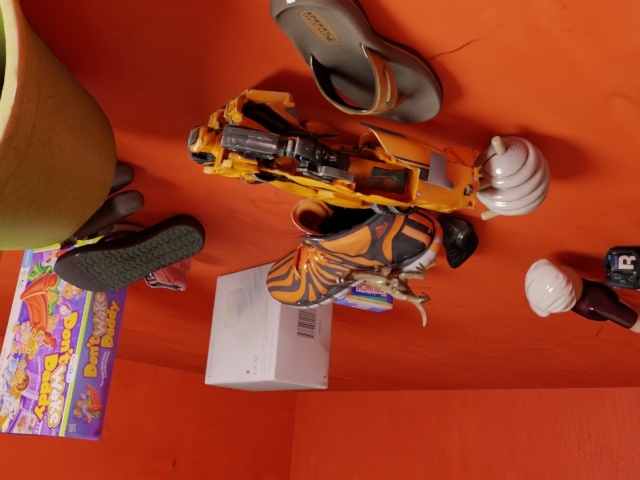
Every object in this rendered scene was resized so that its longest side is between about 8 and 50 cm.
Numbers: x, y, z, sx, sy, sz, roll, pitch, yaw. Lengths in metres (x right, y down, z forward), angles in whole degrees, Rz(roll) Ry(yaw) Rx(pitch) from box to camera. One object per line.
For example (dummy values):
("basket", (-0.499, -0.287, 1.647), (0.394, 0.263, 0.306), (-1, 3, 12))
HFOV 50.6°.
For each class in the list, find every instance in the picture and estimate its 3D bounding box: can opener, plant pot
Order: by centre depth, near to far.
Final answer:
("plant pot", (-0.308, -0.093, 0.570), (0.276, 0.276, 0.254), (2, 172, 9))
("can opener", (-0.324, -0.049, 0.993), (0.095, 0.076, 0.283), (-23, -176, -43))

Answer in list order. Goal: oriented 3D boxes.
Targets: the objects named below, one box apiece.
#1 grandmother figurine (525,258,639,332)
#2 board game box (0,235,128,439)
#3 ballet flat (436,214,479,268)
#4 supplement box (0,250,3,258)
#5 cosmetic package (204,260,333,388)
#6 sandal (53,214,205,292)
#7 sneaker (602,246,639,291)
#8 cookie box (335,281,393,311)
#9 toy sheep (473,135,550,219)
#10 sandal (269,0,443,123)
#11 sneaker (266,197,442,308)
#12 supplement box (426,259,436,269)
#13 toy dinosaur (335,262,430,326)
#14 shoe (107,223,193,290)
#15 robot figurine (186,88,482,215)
("grandmother figurine", (0.464, 0.097, 1.140), (0.342, 0.104, 0.208), (15, 180, -35))
("board game box", (-0.472, 0.176, 1.231), (0.233, 0.347, 0.078), (-8, 157, 33))
("ballet flat", (0.209, 0.000, 1.036), (0.049, 0.057, 0.173), (42, 174, 23))
("supplement box", (-0.464, 0.023, 0.747), (0.194, 0.356, 0.195), (15, 159, -27))
("cosmetic package", (-0.101, 0.174, 1.329), (0.138, 0.224, 0.225), (19, 157, -37))
("sandal", (-0.306, 0.019, 1.104), (0.255, 0.054, 0.097), (-16, 132, 6))
("sneaker", (0.501, 0.037, 1.002), (0.121, 0.079, 0.217), (7, 162, -7))
("cookie box", (0.074, 0.057, 1.117), (0.092, 0.107, 0.040), (14, 160, -26))
("toy sheep", (0.206, -0.070, 0.743), (0.091, 0.091, 0.132), (-4, 154, 25))
("sandal", (0.034, -0.146, 0.589), (0.090, 0.060, 0.219), (-6, 160, 30))
("sneaker", (0.000, 0.000, 0.983), (0.321, 0.124, 0.180), (-25, 143, 36))
("supplement box", (0.138, 0.020, 1.094), (0.083, 0.043, 0.055), (9, 161, -16))
("toy dinosaur", (0.111, 0.065, 0.944), (0.183, 0.053, 0.093), (26, 157, -30))
("shoe", (-0.295, 0.032, 1.173), (0.064, 0.081, 0.178), (-10, 157, 36))
("robot figurine", (0.007, -0.085, 0.708), (0.291, 0.085, 0.211), (12, 176, -23))
